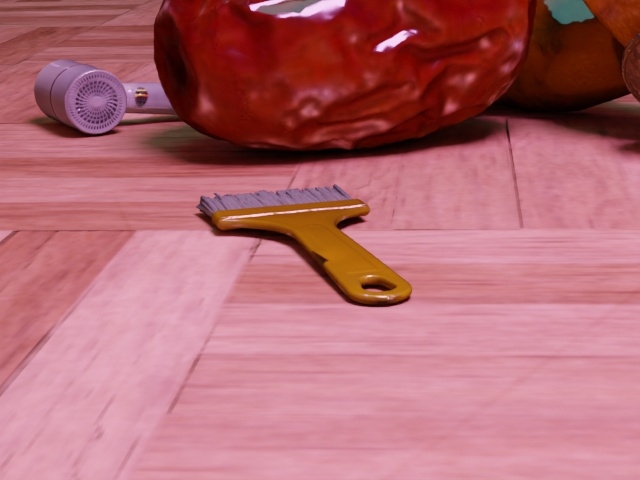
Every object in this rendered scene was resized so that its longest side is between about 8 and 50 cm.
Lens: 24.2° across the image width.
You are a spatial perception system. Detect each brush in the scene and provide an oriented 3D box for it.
[{"bbox_3d":[0.000,0.000,0.736,0.083,0.011,0.205,-5,15,-16],"label":"brush"}]

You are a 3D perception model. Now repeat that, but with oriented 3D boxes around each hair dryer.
[{"bbox_3d":[-0.136,-0.107,1.107,0.137,0.047,0.082,-2,13,-26],"label":"hair dryer"}]

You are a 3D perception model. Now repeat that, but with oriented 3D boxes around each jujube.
[{"bbox_3d":[0.018,-0.140,0.990,0.250,0.174,0.174,-18,19,-17],"label":"jujube"}]

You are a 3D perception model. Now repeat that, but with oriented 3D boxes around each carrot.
[{"bbox_3d":[0.110,-0.157,1.143,0.302,0.114,0.114,7,17,40],"label":"carrot"}]

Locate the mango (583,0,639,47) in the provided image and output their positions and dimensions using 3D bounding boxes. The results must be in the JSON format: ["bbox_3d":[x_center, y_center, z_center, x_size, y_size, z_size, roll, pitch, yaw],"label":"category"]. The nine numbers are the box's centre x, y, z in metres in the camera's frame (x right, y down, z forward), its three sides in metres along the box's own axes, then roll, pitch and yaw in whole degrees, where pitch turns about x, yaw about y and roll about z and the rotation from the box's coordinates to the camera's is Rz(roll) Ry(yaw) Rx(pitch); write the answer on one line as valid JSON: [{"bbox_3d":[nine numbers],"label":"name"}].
[{"bbox_3d":[0.286,-0.150,0.996,0.294,0.120,0.177,8,41,-15],"label":"mango"}]

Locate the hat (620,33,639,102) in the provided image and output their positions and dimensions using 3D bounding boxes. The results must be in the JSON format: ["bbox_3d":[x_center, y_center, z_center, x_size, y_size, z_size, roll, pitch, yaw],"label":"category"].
[{"bbox_3d":[0.248,-0.071,0.899,0.146,0.067,0.146,13,-24,6],"label":"hat"}]
